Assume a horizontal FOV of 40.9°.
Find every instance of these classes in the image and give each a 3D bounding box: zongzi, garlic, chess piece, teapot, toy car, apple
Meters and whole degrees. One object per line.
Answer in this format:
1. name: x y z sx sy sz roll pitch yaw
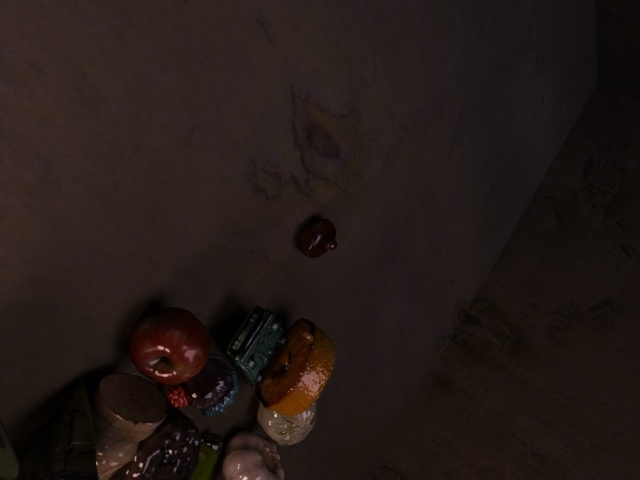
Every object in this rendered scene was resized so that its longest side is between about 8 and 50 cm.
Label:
1. zongzi: -0.493 0.391 1.447 0.250 0.274 0.125 -22 145 7
2. garlic: -0.213 0.604 2.213 0.226 0.199 0.199 -31 165 20
3. chess piece: -0.403 0.386 1.587 0.137 0.137 0.301 -17 145 -58
4. teapot: 0.000 0.000 2.009 0.129 0.078 0.098 -4 120 -62
5. toy car: -0.150 0.240 1.936 0.141 0.097 0.321 -57 168 -14
6. apple: -0.276 0.193 1.591 0.131 0.146 0.146 -75 179 -59

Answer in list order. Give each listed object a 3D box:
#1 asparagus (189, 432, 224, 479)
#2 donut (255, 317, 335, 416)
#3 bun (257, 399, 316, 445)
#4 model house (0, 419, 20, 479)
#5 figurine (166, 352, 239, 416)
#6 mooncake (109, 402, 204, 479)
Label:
1. asparagus: -0.302 0.586 2.080 0.067 0.060 0.278 -50 162 -74
2. donut: -0.064 0.305 2.073 0.118 0.253 0.254 33 85 -22
3. bun: -0.072 0.438 2.262 0.229 0.145 0.229 -47 150 -38
4. model house: -0.501 0.302 1.183 0.205 0.218 0.279 -28 136 -51
5. figurine: -0.242 0.321 1.848 0.138 0.110 0.245 -52 163 -13
6. mooncake: -0.342 0.442 1.754 0.228 0.124 0.228 -43 149 -34
